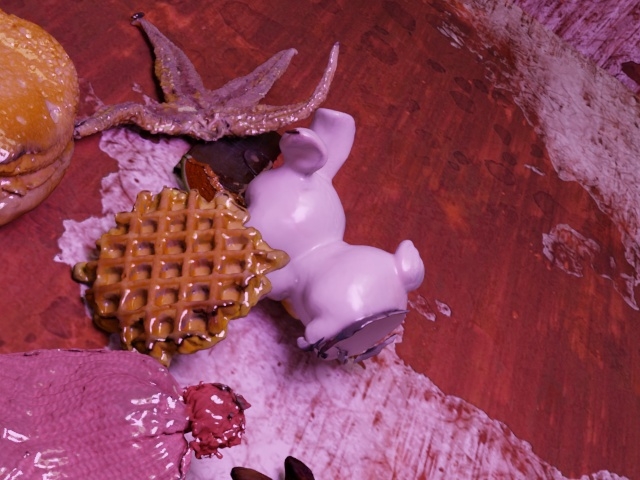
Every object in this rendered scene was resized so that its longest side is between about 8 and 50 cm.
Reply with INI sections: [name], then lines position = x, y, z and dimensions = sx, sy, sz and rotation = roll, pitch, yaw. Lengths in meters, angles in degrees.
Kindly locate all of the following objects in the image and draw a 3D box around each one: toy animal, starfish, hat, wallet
[toy animal]
position = -0.006, 0.003, 1.320
dimensions = 0.182, 0.247, 0.310
rotation = -1, 58, -50
[starfish]
position = -0.170, -0.247, 1.549
dimensions = 0.398, 0.132, 0.384
rotation = -4, 39, -4
[hat]
position = -0.216, 0.203, 1.049
dimensions = 0.286, 0.107, 0.237
rotation = -6, 51, -15
[wallet]
position = -0.134, -0.136, 1.561
dimensions = 0.122, 0.031, 0.232
rotation = 32, 35, -3

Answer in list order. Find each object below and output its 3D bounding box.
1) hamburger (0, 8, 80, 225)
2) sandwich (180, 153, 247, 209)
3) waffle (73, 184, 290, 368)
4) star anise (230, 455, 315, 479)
[hamburger]
position = -0.438, -0.151, 1.195
dimensions = 0.289, 0.170, 0.314
rotation = 27, 38, -10
[sandwich]
position = -0.155, -0.068, 1.435
dimensions = 0.135, 0.067, 0.029
rotation = 49, 40, 7
[waffle]
position = -0.176, 0.034, 1.228
dimensions = 0.237, 0.059, 0.243
rotation = 32, 64, 29
[star anise]
position = 0.001, 0.340, 1.096
dimensions = 0.272, 0.102, 0.272
rotation = 24, 40, -22
